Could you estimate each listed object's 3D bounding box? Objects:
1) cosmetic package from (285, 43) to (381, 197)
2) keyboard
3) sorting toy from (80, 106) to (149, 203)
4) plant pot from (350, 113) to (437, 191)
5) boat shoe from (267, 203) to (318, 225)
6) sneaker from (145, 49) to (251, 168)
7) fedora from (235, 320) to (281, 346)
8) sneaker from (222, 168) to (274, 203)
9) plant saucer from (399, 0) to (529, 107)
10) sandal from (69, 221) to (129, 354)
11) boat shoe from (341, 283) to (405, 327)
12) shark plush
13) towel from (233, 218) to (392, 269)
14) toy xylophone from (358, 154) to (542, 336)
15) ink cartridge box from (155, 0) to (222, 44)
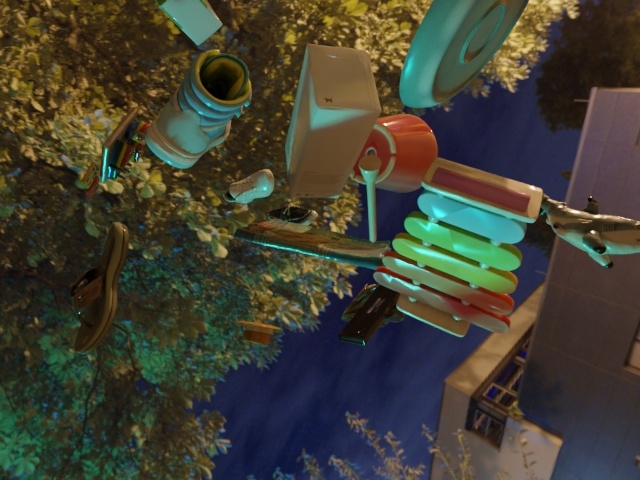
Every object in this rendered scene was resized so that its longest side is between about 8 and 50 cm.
[{"bbox_3d":[0.010,-0.280,1.030,0.155,0.365,0.197,0,-114,-15],"label":"cosmetic package"},{"bbox_3d":[0.120,0.132,0.775,0.180,0.108,0.023,-44,-72,-33],"label":"keyboard"},{"bbox_3d":[-0.431,-0.194,0.881,0.046,0.132,0.275,26,-129,-16],"label":"sorting toy"},{"bbox_3d":[0.220,-0.288,1.336,0.243,0.274,0.275,-15,-63,-52],"label":"plant pot"},{"bbox_3d":[-0.100,-0.077,1.309,0.070,0.219,0.078,54,-126,-25],"label":"boat shoe"},{"bbox_3d":[-0.198,-0.282,0.787,0.127,0.319,0.208,38,-60,-22],"label":"sneaker"},{"bbox_3d":[-0.236,0.352,1.505,0.194,0.194,0.079,30,-115,-50],"label":"fedora"},{"bbox_3d":[-0.257,-0.179,1.411,0.115,0.232,0.090,-18,-94,-49],"label":"sneaker"},{"bbox_3d":[0.256,-0.350,0.665,0.317,0.043,0.318,-41,-17,-16],"label":"plant saucer"},{"bbox_3d":[-0.516,0.102,0.914,0.086,0.120,0.303,16,-99,-45],"label":"sandal"},{"bbox_3d":[0.171,0.201,1.267,0.122,0.324,0.120,18,-112,-17],"label":"boat shoe"},{"bbox_3d":[0.353,-0.027,0.541,0.073,0.161,0.067,30,-76,-32],"label":"shark plush"},{"bbox_3d":[0.000,0.000,1.043,0.271,0.370,0.040,-32,-46,-75],"label":"towel"},{"bbox_3d":[0.153,0.009,0.541,0.081,0.236,0.323,-57,-29,-28],"label":"toy xylophone"},{"bbox_3d":[-0.365,-0.634,1.005,0.092,0.219,0.160,-34,-13,10],"label":"ink cartridge box"}]
